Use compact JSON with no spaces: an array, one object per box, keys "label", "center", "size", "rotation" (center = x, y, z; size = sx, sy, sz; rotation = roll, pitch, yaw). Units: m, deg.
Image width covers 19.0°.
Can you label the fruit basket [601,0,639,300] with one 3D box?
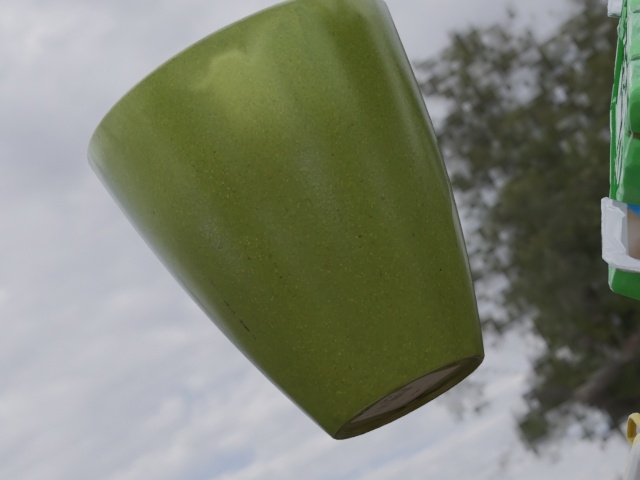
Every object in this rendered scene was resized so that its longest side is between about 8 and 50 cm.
[{"label":"fruit basket","center":[0.311,-0.065,0.903],"size":[0.353,0.165,0.327],"rotation":[0,31,10]}]

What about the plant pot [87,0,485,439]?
[{"label":"plant pot","center":[0.000,0.000,1.525],"size":[0.275,0.293,0.275],"rotation":[-26,-14,-7]}]

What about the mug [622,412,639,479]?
[{"label":"mug","center":[0.301,0.198,1.744],"size":[0.062,0.078,0.064],"rotation":[-45,-34,-32]}]
